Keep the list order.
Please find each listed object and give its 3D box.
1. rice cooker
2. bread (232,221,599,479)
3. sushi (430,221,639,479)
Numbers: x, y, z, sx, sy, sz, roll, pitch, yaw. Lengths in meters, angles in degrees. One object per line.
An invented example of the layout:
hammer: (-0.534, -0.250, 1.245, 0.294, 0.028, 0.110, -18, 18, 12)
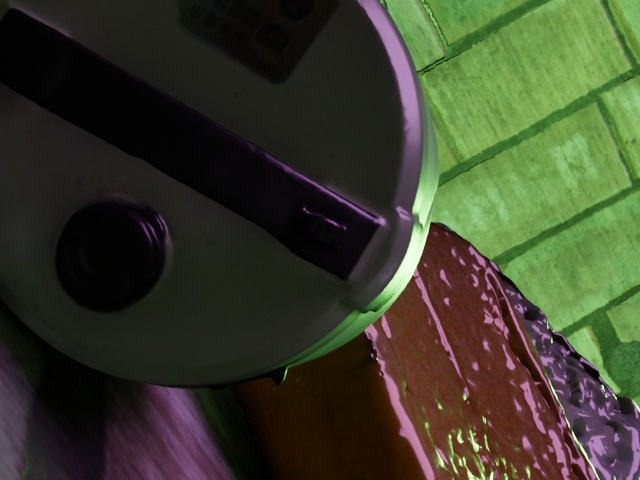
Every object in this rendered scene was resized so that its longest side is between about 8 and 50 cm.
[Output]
rice cooker: (-0.051, -0.042, 0.699, 0.226, 0.226, 0.244, 61, 8, 5)
bread: (0.061, 0.153, 0.988, 0.337, 0.148, 0.328, 64, 23, 10)
sushi: (0.114, 0.156, 1.289, 0.348, 0.207, 0.234, 50, 41, 5)
